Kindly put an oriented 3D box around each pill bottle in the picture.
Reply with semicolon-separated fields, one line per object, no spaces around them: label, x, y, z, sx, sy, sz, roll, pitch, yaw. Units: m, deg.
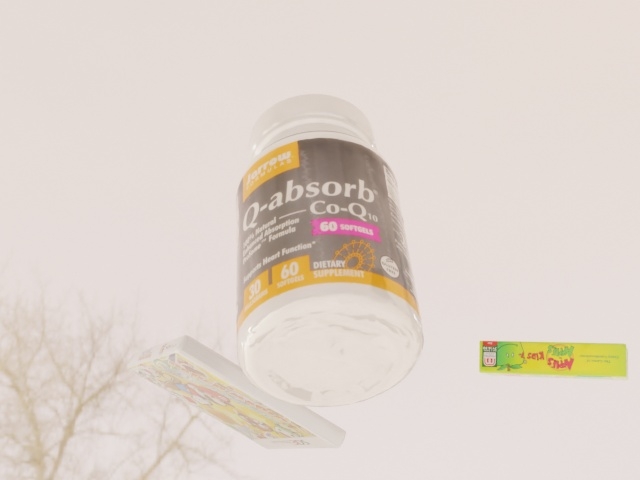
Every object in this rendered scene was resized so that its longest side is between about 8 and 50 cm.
pill bottle;0.000;0.000;0.829;0.162;0.278;0.162;-3;-42;-3

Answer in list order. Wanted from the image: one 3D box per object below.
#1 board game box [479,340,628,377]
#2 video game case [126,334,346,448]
board game box;0.306;0.157;1.162;0.181;0.043;0.092;-1;-10;20
video game case;-0.109;0.192;1.077;0.227;0.026;0.206;35;-26;-17
